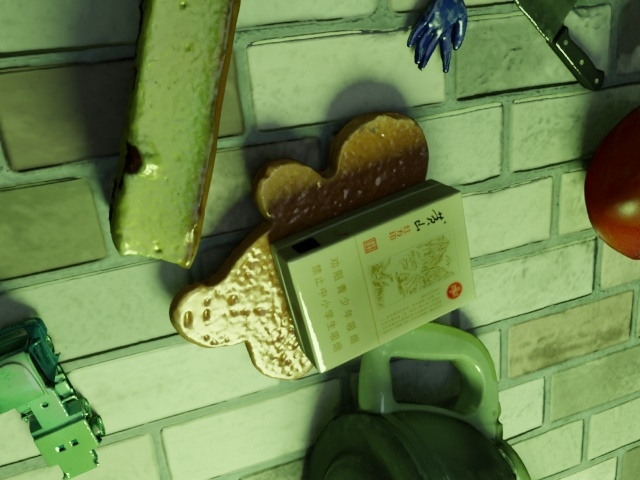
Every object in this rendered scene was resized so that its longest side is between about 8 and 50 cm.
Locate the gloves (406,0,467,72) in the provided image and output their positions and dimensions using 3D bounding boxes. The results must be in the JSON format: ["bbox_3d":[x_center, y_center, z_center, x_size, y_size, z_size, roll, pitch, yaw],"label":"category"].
[{"bbox_3d":[0.128,-0.222,0.658,0.064,0.026,0.086,23,97,-29],"label":"gloves"}]

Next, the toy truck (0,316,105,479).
[{"bbox_3d":[-0.267,0.168,0.598,0.067,0.081,0.175,-23,114,-12],"label":"toy truck"}]

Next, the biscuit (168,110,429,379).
[{"bbox_3d":[-0.002,-0.001,0.668,0.205,0.049,0.324,34,94,-30],"label":"biscuit"}]

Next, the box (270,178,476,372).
[{"bbox_3d":[0.060,0.035,0.651,0.201,0.058,0.141,-23,116,-15],"label":"box"}]

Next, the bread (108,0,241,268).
[{"bbox_3d":[-0.116,-0.169,0.515,0.077,0.138,0.362,7,104,-22],"label":"bread"}]

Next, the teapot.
[{"bbox_3d":[0.120,0.278,0.752,0.239,0.322,0.239,2,146,-35],"label":"teapot"}]

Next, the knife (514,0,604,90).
[{"bbox_3d":[0.264,-0.271,0.702,0.245,0.019,0.072,39,89,-26],"label":"knife"}]

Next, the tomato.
[{"bbox_3d":[0.403,-0.088,0.741,0.233,0.139,0.200,-12,138,-43],"label":"tomato"}]
